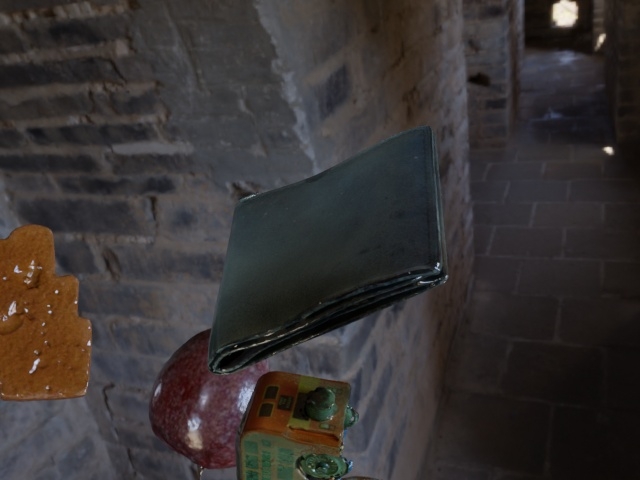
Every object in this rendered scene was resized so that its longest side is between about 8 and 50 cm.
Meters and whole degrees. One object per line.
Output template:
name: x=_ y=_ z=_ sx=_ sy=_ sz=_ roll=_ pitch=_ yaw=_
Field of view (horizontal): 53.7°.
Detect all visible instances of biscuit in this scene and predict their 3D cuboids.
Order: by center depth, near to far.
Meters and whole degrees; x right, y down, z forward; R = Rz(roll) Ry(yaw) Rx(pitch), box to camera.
biscuit: x=-0.469 y=0.129 z=0.960 sx=0.284 sy=0.306 sz=0.043 roll=-45 pitch=4 yaw=-35

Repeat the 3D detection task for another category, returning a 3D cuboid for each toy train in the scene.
toy train: x=-0.020 y=0.193 z=0.570 sx=0.099 sy=0.188 sz=0.072 roll=10 pitch=40 yaw=9

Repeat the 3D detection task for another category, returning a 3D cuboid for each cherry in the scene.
cherry: x=-0.197 y=0.288 z=1.175 sx=0.230 sy=0.203 sz=0.300 roll=9 pitch=74 yaw=39

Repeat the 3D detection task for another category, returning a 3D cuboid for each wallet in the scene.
wallet: x=-0.001 y=-0.001 z=0.697 sx=0.291 sy=0.054 sz=0.251 roll=-27 pitch=37 yaw=26

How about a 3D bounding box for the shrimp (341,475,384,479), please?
shrimp: x=0.116 y=0.387 z=0.855 sx=0.317 sy=0.164 sz=0.062 roll=28 pitch=36 yaw=-21
